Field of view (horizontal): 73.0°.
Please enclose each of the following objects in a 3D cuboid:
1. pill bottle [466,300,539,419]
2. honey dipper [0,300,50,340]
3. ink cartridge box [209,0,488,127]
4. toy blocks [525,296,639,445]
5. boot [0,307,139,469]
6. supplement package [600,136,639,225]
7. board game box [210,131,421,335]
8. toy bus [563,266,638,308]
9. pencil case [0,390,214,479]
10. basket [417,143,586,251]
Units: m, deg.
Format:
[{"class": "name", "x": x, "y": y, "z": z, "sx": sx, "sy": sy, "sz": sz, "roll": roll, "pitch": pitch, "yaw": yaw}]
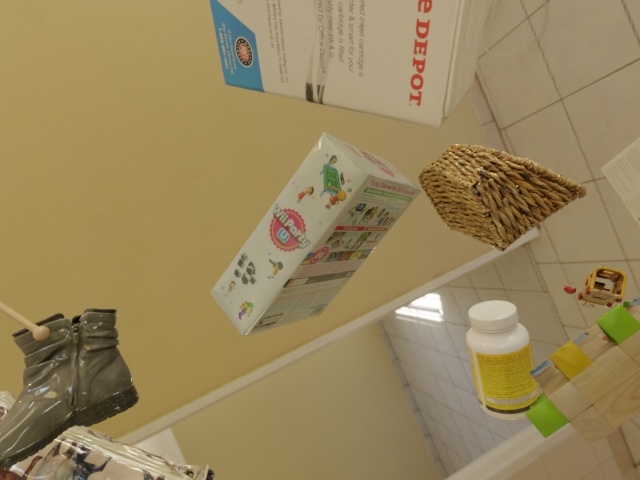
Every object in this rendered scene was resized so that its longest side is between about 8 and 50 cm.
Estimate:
[{"class": "pill bottle", "x": 0.568, "y": 0.370, "z": 1.363, "sx": 0.188, "sy": 0.187, "sz": 0.334, "roll": -158, "pitch": 51, "yaw": -70}, {"class": "honey dipper", "x": -0.408, "y": 0.081, "z": 0.550, "sx": 0.160, "sy": 0.030, "sz": 0.030, "roll": 28, "pitch": 157, "yaw": 8}, {"class": "ink cartridge box", "x": 0.017, "y": -0.185, "z": 0.321, "sx": 0.203, "sy": 0.086, "sz": 0.148, "roll": 19, "pitch": 135, "yaw": 23}, {"class": "toy blocks", "x": 0.560, "y": 0.221, "z": 0.818, "sx": 0.191, "sy": 0.381, "sz": 0.261, "roll": 51, "pitch": -169, "yaw": 17}, {"class": "boot", "x": -0.386, "y": 0.193, "z": 0.585, "sx": 0.083, "sy": 0.246, "sz": 0.161, "roll": -18, "pitch": 91, "yaw": 52}, {"class": "supplement package", "x": 0.841, "y": -0.176, "z": 0.971, "sx": 0.263, "sy": 0.198, "sz": 0.199, "roll": 85, "pitch": 163, "yaw": -71}, {"class": "board game box", "x": 0.000, "y": 0.000, "z": 0.691, "sx": 0.097, "sy": 0.303, "sz": 0.224, "roll": 46, "pitch": -159, "yaw": 21}, {"class": "toy bus", "x": 0.912, "y": 0.149, "z": 1.405, "sx": 0.202, "sy": 0.190, "sz": 0.104, "roll": -3, "pitch": 65, "yaw": 65}, {"class": "pencil case", "x": -0.386, "y": 0.378, "z": 0.692, "sx": 0.410, "sy": 0.184, "sz": 0.160, "roll": 21, "pitch": 174, "yaw": 0}, {"class": "basket", "x": 0.388, "y": -0.145, "z": 0.995, "sx": 0.213, "sy": 0.223, "sz": 0.299, "roll": 55, "pitch": -179, "yaw": -15}]
